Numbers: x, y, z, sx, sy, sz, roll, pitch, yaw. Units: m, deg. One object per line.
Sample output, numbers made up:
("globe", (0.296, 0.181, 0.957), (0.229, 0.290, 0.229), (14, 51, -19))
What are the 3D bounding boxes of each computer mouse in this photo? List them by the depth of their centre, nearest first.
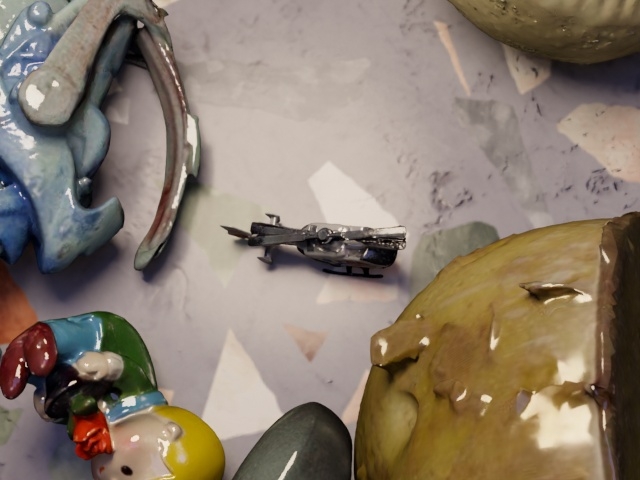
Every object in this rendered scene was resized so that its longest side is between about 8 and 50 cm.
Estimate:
("computer mouse", (-0.050, 0.324, 1.106), (0.114, 0.203, 0.374), (7, 82, -3))

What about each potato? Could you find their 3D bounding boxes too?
("potato", (0.166, 0.222, 1.043), (0.319, 0.385, 0.442), (-18, 57, 29))

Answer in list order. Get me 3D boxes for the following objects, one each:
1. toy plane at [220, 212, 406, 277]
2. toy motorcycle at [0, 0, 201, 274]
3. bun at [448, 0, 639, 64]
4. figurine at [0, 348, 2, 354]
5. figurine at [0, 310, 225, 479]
("toy plane", (0.000, 0.000, 1.259), (0.197, 0.078, 0.053), (6, 78, 21))
("toy motorcycle", (-0.244, -0.106, 1.248), (0.241, 0.182, 0.319), (11, 76, 7))
("bun", (0.248, -0.331, 1.249), (0.362, 0.234, 0.326), (-4, 81, -12))
("figurine", (-0.407, 0.128, 1.253), (0.178, 0.114, 0.144), (-29, 52, -15))
("figurine", (-0.183, 0.180, 1.177), (0.127, 0.185, 0.234), (-31, 72, 16))
